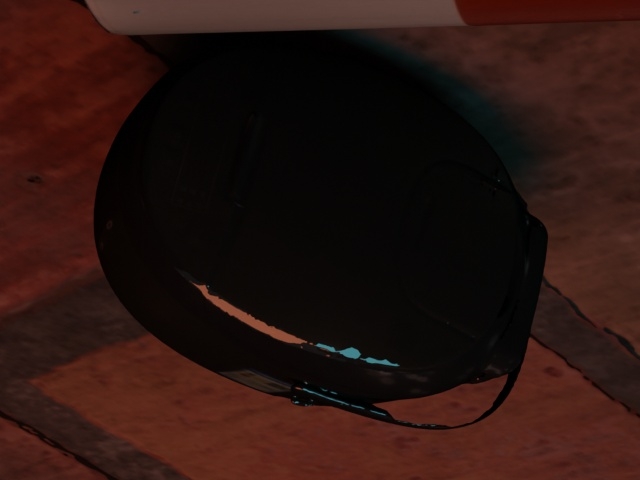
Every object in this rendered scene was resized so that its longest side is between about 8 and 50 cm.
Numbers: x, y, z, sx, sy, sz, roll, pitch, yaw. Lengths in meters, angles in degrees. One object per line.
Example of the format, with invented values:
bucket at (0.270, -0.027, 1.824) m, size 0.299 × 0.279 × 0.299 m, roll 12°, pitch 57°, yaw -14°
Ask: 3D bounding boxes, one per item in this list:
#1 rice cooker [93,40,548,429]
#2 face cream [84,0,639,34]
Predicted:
rice cooker at (0.001, 0.000, 0.771) m, size 0.203 × 0.142 × 0.118 m, roll 27°, pitch 156°, yaw -21°
face cream at (0.028, -0.120, 0.622) m, size 0.214 × 0.095 × 0.096 m, roll 1°, pitch 145°, yaw 15°
